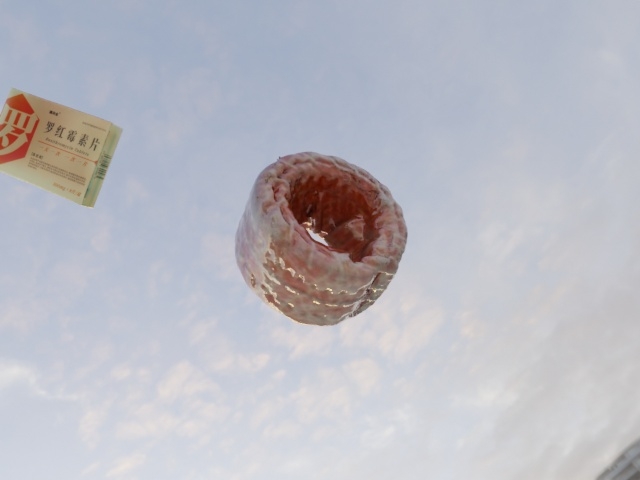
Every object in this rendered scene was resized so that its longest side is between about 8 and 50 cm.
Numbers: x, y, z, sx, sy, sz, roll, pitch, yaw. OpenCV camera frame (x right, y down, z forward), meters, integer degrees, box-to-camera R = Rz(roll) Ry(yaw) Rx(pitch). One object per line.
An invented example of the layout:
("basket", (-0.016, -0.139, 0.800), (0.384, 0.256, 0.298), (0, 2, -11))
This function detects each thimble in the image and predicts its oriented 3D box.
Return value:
("thimble", (0.000, 0.000, 0.881), (0.239, 0.239, 0.162), (1, -36, -29))

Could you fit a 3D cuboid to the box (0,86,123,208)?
("box", (-0.182, -0.064, 0.409), (0.058, 0.093, 0.015), (-69, -18, 1))
